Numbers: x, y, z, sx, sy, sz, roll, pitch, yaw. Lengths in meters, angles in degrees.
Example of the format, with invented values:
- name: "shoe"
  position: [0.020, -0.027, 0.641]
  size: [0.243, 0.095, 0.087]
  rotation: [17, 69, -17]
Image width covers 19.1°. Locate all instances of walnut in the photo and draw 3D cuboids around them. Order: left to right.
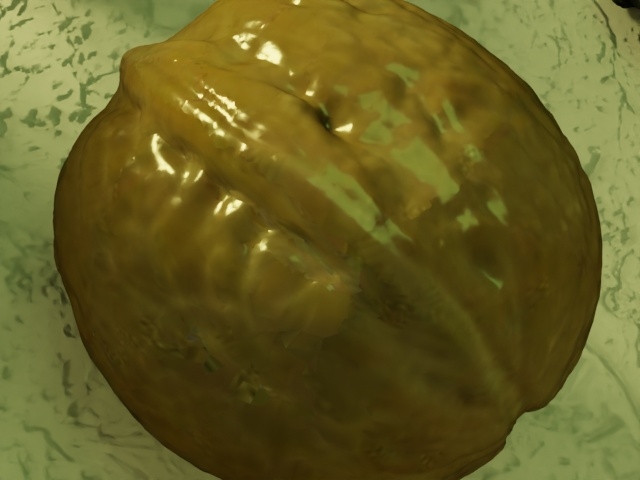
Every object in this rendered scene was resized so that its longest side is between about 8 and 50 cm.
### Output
- name: "walnut"
  position: [0.000, 0.000, 1.139]
  size: [0.333, 0.333, 0.332]
  rotation: [13, 53, -18]

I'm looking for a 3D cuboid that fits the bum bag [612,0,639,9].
- name: "bum bag"
  position: [0.395, -0.186, 1.583]
  size: [0.341, 0.095, 0.144]
  rotation: [6, 40, -24]
